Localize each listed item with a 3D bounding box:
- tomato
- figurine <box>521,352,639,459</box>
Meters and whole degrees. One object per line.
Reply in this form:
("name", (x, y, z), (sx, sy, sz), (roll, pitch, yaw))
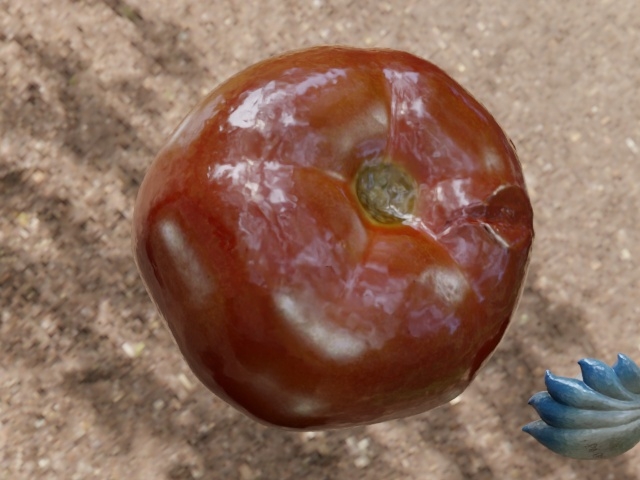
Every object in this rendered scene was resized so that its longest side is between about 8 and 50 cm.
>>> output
("tomato", (0.000, 0.000, 0.963), (0.298, 0.226, 0.299), (7, 70, -20))
("figurine", (0.212, 0.136, 1.037), (0.114, 0.114, 0.079), (25, 47, -31))
